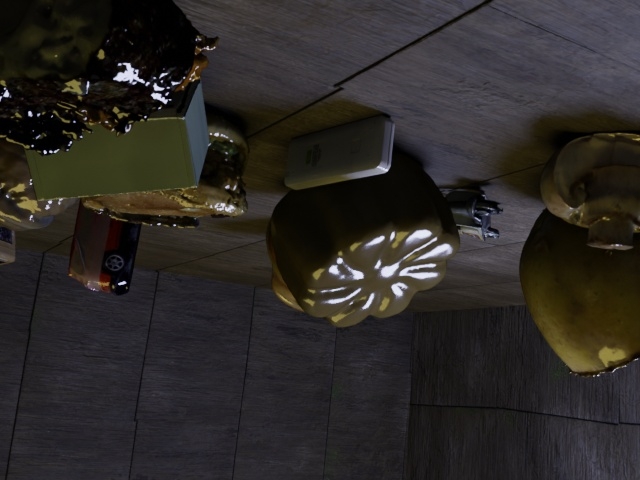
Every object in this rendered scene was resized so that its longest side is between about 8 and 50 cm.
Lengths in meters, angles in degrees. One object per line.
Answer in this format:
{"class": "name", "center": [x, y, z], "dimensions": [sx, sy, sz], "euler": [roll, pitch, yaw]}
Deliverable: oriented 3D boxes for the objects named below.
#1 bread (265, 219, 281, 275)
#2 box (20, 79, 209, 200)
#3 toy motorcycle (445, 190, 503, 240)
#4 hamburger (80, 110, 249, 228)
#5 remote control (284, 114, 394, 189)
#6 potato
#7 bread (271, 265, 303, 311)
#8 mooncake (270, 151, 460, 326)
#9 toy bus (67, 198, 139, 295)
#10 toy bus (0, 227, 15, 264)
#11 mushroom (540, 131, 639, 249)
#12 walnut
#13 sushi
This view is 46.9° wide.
{"class": "bread", "center": [0.000, 0.000, 1.742], "dimensions": [0.269, 0.270, 0.148], "euler": [9, 177, -16]}
{"class": "box", "center": [-0.290, -0.162, 1.094], "dimensions": [0.224, 0.118, 0.225], "euler": [-5, -155, -1]}
{"class": "toy motorcycle", "center": [0.342, -0.060, 1.718], "dimensions": [0.157, 0.091, 0.263], "euler": [6, 172, 18]}
{"class": "hamburger", "center": [-0.272, -0.132, 1.376], "dimensions": [0.318, 0.195, 0.276], "euler": [12, 165, -38]}
{"class": "remote control", "center": [0.029, -0.157, 1.347], "dimensions": [0.250, 0.103, 0.034], "euler": [-8, 160, 45]}
{"class": "potato", "center": [0.591, 0.044, 1.521], "dimensions": [0.385, 0.319, 0.442], "euler": [-36, 178, 22]}
{"class": "bread", "center": [0.009, 0.079, 2.153], "dimensions": [0.315, 0.270, 0.211], "euler": [-11, 176, 35]}
{"class": "mooncake", "center": [0.096, 0.013, 1.504], "dimensions": [0.378, 0.201, 0.379], "euler": [-12, 141, -10]}
{"class": "toy bus", "center": [-0.488, -0.030, 1.709], "dimensions": [0.147, 0.303, 0.127], "euler": [10, 171, -4]}
{"class": "toy bus", "center": [-0.743, -0.088, 1.588], "dimensions": [0.157, 0.290, 0.139], "euler": [-9, 165, 9]}
{"class": "mushroom", "center": [0.518, -0.074, 1.314], "dimensions": [0.253, 0.195, 0.189], "euler": [6, 172, 12]}
{"class": "walnut", "center": [-0.576, -0.141, 1.396], "dimensions": [0.248, 0.249, 0.248], "euler": [5, 169, 1]}
{"class": "sushi", "center": [-0.326, -0.220, 0.896], "dimensions": [0.348, 0.235, 0.207], "euler": [5, 169, 25]}
